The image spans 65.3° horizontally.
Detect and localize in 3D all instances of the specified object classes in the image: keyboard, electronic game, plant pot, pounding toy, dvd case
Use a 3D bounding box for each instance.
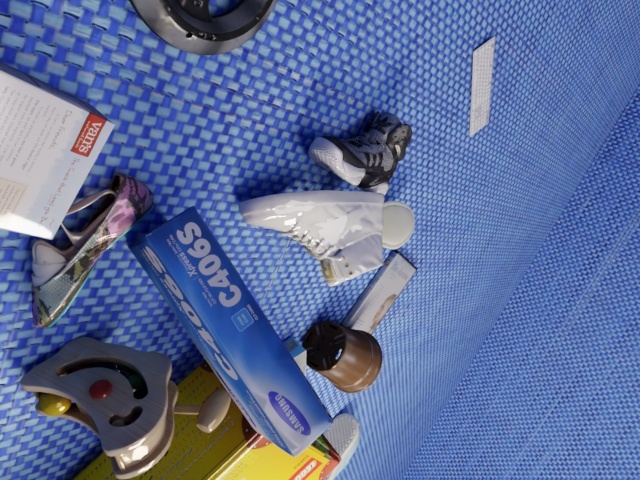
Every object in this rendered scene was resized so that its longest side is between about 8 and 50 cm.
[{"bbox_3d":[0.395,-0.370,1.230,0.072,0.014,0.256,-43,145,-18],"label":"keyboard"},{"bbox_3d":[-0.126,-0.331,0.573,0.229,0.048,0.229,-32,140,-32],"label":"electronic game"},{"bbox_3d":[0.046,0.285,1.255,0.167,0.167,0.165,-54,139,-2],"label":"plant pot"},{"bbox_3d":[-0.280,0.260,0.720,0.154,0.270,0.154,-69,166,-49],"label":"pounding toy"},{"bbox_3d":[0.172,0.155,1.410,0.253,0.022,0.180,-55,147,0],"label":"dvd case"}]

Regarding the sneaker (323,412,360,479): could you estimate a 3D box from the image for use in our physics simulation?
[{"bbox_3d":[0.013,0.746,1.638,0.366,0.135,0.150,-44,142,-15],"label":"sneaker"}]

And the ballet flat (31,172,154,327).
[{"bbox_3d":[-0.307,0.004,0.634,0.221,0.077,0.079,-53,129,-12],"label":"ballet flat"}]

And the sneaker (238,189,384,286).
[{"bbox_3d":[0.000,0.000,0.884,0.293,0.108,0.169,-2,89,-32],"label":"sneaker"}]

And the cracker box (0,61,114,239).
[{"bbox_3d":[-0.346,-0.103,0.484,0.155,0.067,0.232,-58,146,6],"label":"cracker box"}]

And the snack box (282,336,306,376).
[{"bbox_3d":[-0.123,0.398,1.220,0.187,0.060,0.321,-29,139,-32],"label":"snack box"}]

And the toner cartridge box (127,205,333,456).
[{"bbox_3d":[-0.131,0.127,0.704,0.075,0.165,0.347,-36,101,-25],"label":"toner cartridge box"}]

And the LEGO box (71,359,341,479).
[{"bbox_3d":[-0.247,0.495,0.965,0.500,0.193,0.372,-41,142,-8],"label":"LEGO box"}]

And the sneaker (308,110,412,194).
[{"bbox_3d":[0.082,-0.179,0.931,0.153,0.101,0.269,-60,153,7],"label":"sneaker"}]

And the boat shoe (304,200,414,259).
[{"bbox_3d":[0.096,-0.022,1.094,0.305,0.091,0.109,-17,101,-44],"label":"boat shoe"}]
